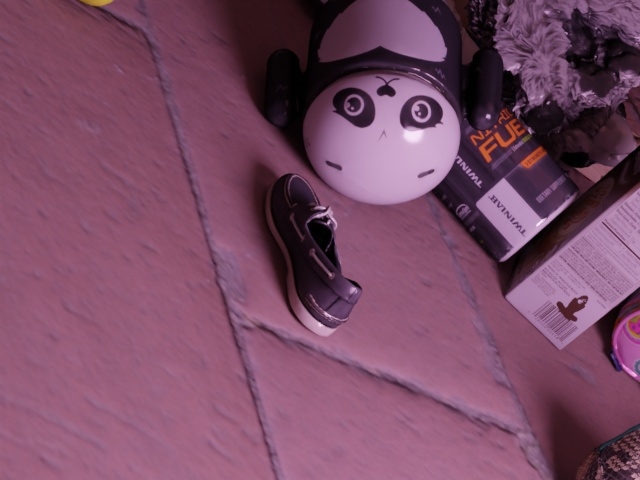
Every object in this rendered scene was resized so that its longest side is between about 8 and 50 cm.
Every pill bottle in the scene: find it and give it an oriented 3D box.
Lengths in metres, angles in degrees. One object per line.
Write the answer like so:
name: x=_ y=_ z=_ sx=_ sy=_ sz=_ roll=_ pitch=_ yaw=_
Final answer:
pill bottle: x=0.175 y=-0.104 z=1.884 sx=0.246 sy=0.130 sz=0.130 roll=48 pitch=25 yaw=4

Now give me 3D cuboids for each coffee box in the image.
coffee box: x=0.337 y=-0.005 z=1.854 sx=0.098 sy=0.246 sz=0.141 roll=43 pitch=25 yaw=-7

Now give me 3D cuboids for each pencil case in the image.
pencil case: x=0.444 y=0.095 z=2.033 sx=0.124 sy=0.124 sz=0.284 roll=47 pitch=26 yaw=0

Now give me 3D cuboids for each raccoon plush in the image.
raccoon plush: x=0.266 y=-0.284 z=2.043 sx=0.299 sy=0.216 sz=0.446 roll=104 pitch=-38 yaw=-79

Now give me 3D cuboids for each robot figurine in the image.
robot figurine: x=0.068 y=-0.168 z=1.731 sx=0.173 sy=0.209 sz=0.278 roll=39 pitch=38 yaw=-31

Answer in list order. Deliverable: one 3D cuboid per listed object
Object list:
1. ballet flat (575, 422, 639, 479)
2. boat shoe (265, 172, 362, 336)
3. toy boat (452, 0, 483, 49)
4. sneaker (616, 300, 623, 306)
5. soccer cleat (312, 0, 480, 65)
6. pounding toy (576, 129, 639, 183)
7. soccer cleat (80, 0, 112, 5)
ballet flat: x=0.462 y=0.363 z=1.591 sx=0.483 sy=0.182 sz=0.164 roll=47 pitch=25 yaw=0
boat shoe: x=0.000 y=0.000 z=1.540 sx=0.075 sy=0.065 sz=0.206 roll=29 pitch=31 yaw=-33
toy boat: x=0.286 y=-0.290 z=2.337 sx=0.318 sy=0.148 sz=0.267 roll=20 pitch=31 yaw=-31
sneaker: x=0.374 y=0.019 z=2.071 sx=0.086 sy=0.085 sz=0.237 roll=41 pitch=22 yaw=5
soccer cleat: x=0.129 y=-0.289 z=2.063 sx=0.331 sy=0.143 sz=0.116 roll=23 pitch=34 yaw=-41
pounding toy: x=0.396 y=-0.124 z=2.315 sx=0.130 sy=0.100 sz=0.141 roll=38 pitch=20 yaw=15
soccer cleat: x=-0.306 y=-0.332 z=1.558 sx=0.121 sy=0.093 sz=0.289 roll=-35 pitch=86 yaw=-34
